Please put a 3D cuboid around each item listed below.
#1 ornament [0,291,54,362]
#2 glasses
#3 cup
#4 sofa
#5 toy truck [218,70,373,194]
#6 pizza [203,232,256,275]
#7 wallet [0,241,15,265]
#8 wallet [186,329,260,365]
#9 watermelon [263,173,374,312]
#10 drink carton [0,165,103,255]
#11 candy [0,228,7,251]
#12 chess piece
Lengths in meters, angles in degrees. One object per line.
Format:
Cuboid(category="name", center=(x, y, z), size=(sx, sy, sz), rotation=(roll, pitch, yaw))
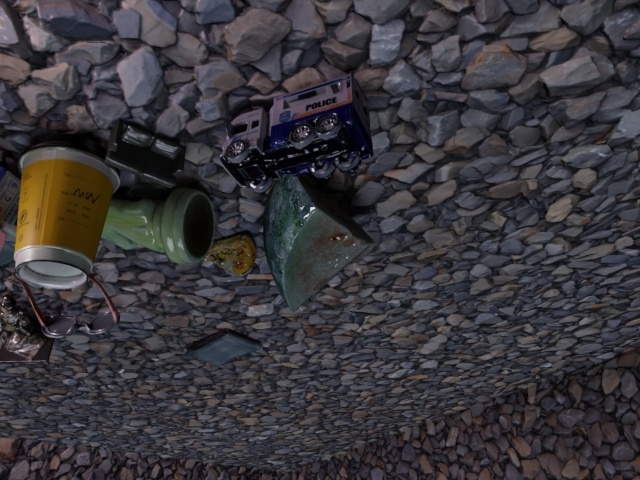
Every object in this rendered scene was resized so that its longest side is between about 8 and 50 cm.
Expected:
Cuboid(category="ornament", center=(-0.884, 0.239, 1.771), size=(0.166, 0.153, 0.196), rotation=(-2, 138, -2))
Cuboid(category="glasses", center=(-0.711, 0.154, 1.734), size=(0.233, 0.118, 0.269), rotation=(-3, 127, 4))
Cuboid(category="cup", center=(-0.505, -0.056, 1.204), size=(0.196, 0.280, 0.196), rotation=(-2, 153, -1))
Cuboid(category="sofa", center=(-0.341, -0.171, 1.207), size=(0.147, 0.085, 0.060), rotation=(22, 143, -33))
Cuboid(category="toy truck", center=(-0.046, -0.197, 1.129), size=(0.267, 0.156, 0.124), rotation=(-12, 146, 19))
Cuboid(category="pizza", center=(-0.248, 0.030, 1.571), size=(0.176, 0.036, 0.185), rotation=(10, 145, -18))
Cuboid(category="wallet", center=(-0.888, -0.026, 1.402), size=(0.252, 0.083, 0.360), rotation=(-23, 141, 20))
Cuboid(category="wallet", center=(-0.337, 0.369, 2.095), size=(0.222, 0.036, 0.167), rotation=(-28, 139, 31))
Cuboid(category="watermelon", center=(0.000, 0.000, 1.398), size=(0.258, 0.229, 0.387), rotation=(-5, 139, -12))
Cuboid(category="drink carton", center=(-0.640, -0.036, 1.341), size=(0.130, 0.107, 0.315), rotation=(12, 156, 30))
Cuboid(category="candy", center=(-0.757, 0.017, 1.225), size=(0.264, 0.156, 0.115), rotation=(4, 155, 43))
Cuboid(category="chess piece", center=(-0.402, -0.037, 1.378), size=(0.297, 0.176, 0.176), rotation=(3, 149, 15))
